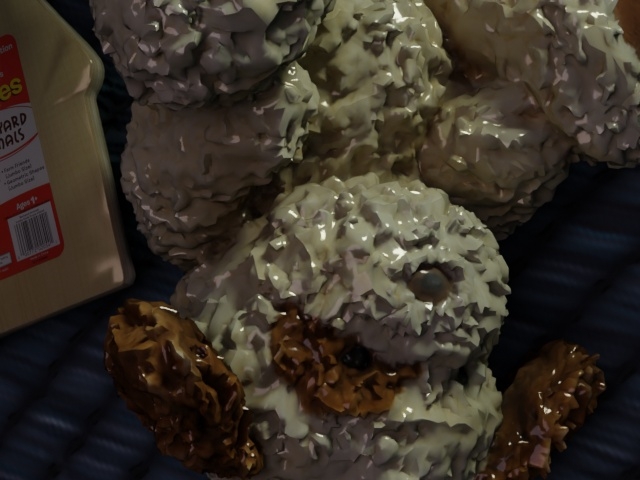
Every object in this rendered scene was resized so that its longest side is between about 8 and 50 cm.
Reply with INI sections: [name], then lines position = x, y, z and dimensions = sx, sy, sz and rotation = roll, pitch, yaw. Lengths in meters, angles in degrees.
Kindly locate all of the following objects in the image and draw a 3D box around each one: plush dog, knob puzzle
[plush dog]
position = 0.000, 0.000, 0.734
dimensions = 0.210, 0.262, 0.225
rotation = -25, 63, 51
[knob puzzle]
position = -0.172, -0.044, 0.881
dimensions = 0.213, 0.030, 0.213
rotation = -2, 85, 29
